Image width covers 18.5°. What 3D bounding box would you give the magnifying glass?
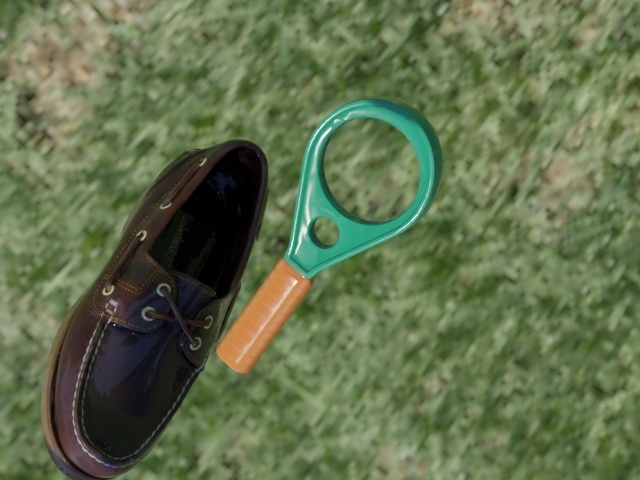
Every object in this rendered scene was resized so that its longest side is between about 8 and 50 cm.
[{"bbox_3d":[0.000,0.000,1.334,0.092,0.026,0.231,41,114,9],"label":"magnifying glass"}]

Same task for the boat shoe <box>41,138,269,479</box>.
[{"bbox_3d":[-0.084,0.031,1.035,0.073,0.207,0.073,34,144,-25],"label":"boat shoe"}]
